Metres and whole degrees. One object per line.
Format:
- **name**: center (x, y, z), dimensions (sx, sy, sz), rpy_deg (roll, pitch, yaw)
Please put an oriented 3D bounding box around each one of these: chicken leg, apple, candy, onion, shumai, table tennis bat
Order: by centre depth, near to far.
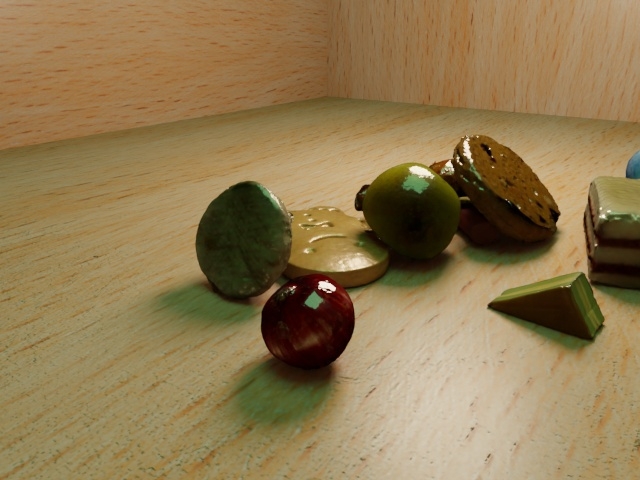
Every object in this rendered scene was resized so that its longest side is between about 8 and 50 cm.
- **onion**: center (-0.016, 0.105, 0.696), dimensions (0.131, 0.131, 0.131), rpy_deg (0, 22, 0)
- **shumai**: center (-0.117, 0.002, 0.916), dimensions (0.201, 0.201, 0.120), rpy_deg (12, 0, 29)
- **candy**: center (0.599, -0.027, 0.997), dimensions (0.179, 0.135, 0.320), rpy_deg (10, 25, 21)
- **apple**: center (0.177, -0.060, 1.018), dimensions (0.196, 0.157, 0.196), rpy_deg (39, 13, -11)
- **chicken leg**: center (0.220, -0.119, 1.203), dimensions (0.304, 0.093, 0.113), rpy_deg (-13, 33, -5)
- **table tennis bat**: center (0.305, -0.079, 1.253), dimensions (0.268, 0.051, 0.415), rpy_deg (-5, 20, -4)

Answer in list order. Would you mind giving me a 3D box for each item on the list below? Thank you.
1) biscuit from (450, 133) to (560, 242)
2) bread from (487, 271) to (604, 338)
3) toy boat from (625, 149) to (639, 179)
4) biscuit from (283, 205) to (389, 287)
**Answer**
- **biscuit**: center (0.387, -0.110, 1.126), dimensions (0.296, 0.075, 0.296), rpy_deg (26, 40, -24)
- **bread**: center (0.344, 0.110, 0.821), dimensions (0.139, 0.084, 0.074), rpy_deg (-23, 2, 44)
- **toy boat**: center (0.831, -0.133, 1.129), dimensions (0.329, 0.123, 0.215), rpy_deg (16, -12, 20)
- **biscuit**: center (0.000, -0.003, 1.058), dimensions (0.275, 0.052, 0.355), rpy_deg (-6, 22, -13)
